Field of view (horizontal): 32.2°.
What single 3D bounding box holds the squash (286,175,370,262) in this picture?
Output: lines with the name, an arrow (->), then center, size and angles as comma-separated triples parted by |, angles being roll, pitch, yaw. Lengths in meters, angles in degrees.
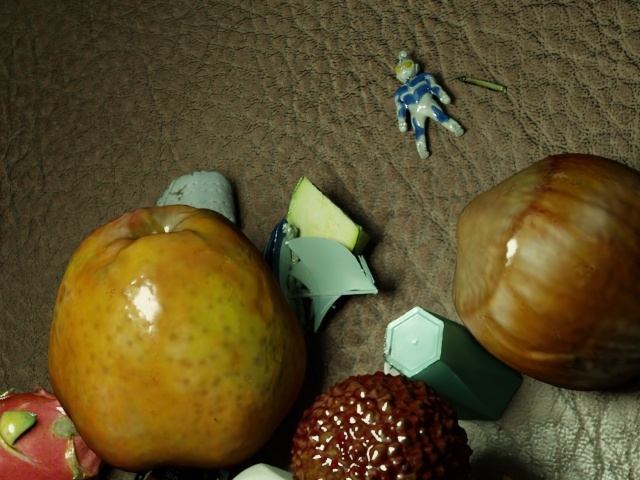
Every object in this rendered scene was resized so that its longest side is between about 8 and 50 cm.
squash -> 0.019, -0.006, 2.060 | 0.192, 0.085, 0.184 | 46, 131, 34

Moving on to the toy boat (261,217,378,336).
toy boat -> -0.014, 0.088, 2.001 | 0.292, 0.070, 0.210 | 24, 113, 41

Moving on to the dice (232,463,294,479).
dice -> -0.044, 0.513, 1.745 | 0.259, 0.243, 0.251 | 19, 81, 37

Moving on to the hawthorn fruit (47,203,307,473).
hawthorn fruit -> -0.246, 0.159, 1.911 | 0.472, 0.472, 0.471 | -15, 61, 29

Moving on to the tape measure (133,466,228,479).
tape measure -> -0.258, 0.462, 2.006 | 0.182, 0.107, 0.181 | 27, 83, 40

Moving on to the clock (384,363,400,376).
clock -> 0.157, 0.185, 1.869 | 0.129, 0.041, 0.087 | -42, 40, 35

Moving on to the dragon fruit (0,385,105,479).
dragon fruit -> -0.532, 0.405, 2.103 | 0.226, 0.305, 0.305 | -24, 57, 29

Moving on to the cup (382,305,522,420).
cup -> 0.196, 0.187, 1.730 | 0.148, 0.236, 0.134 | -10, 62, 34

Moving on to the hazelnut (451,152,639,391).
hazelnut -> 0.374, 0.047, 1.640 | 0.372, 0.315, 0.372 | 2, 98, 18

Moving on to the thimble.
thimble -> -0.245, -0.056, 2.223 | 0.151, 0.127, 0.118 | -29, 54, 28

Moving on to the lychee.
lychee -> 0.085, 0.315, 1.573 | 0.300, 0.264, 0.264 | 156, 135, -73

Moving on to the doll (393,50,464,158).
doll -> 0.180, -0.264, 2.069 | 0.114, 0.057, 0.227 | -35, 55, 22

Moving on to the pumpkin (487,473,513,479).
pumpkin -> 0.276, 0.483, 1.542 | 0.139, 0.222, 0.317 | -37, 52, 17

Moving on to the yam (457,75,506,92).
yam -> 0.293, -0.286, 2.025 | 0.107, 0.014, 0.014 | 23, 83, 40
